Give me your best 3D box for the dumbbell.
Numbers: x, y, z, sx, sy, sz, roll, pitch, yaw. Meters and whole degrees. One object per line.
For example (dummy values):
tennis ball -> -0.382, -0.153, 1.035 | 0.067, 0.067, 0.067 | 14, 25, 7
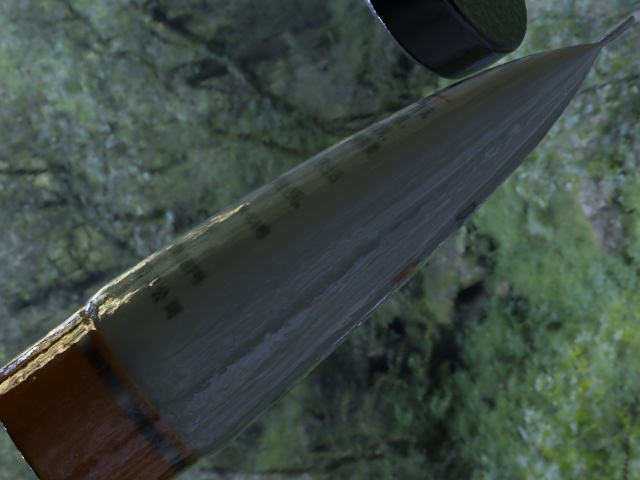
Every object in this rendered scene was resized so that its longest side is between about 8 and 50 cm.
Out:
dumbbell -> 0.136, -0.209, 0.689 | 0.152, 0.218, 0.152 | 32, -135, -39

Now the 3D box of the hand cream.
hand cream -> 0.000, 0.000, 0.512 | 0.089, 0.314, 0.140 | 51, 175, -1
